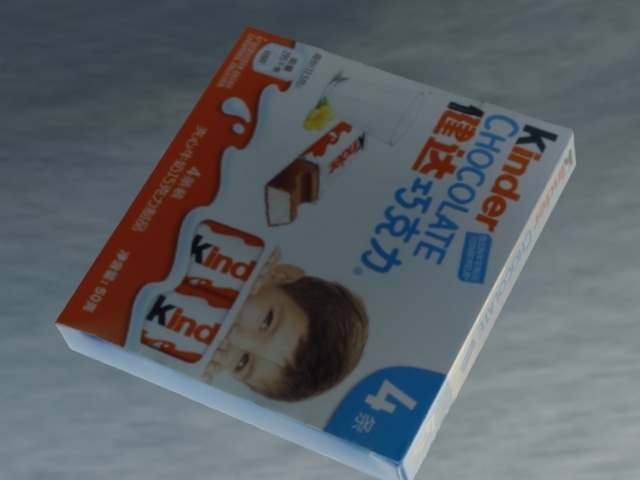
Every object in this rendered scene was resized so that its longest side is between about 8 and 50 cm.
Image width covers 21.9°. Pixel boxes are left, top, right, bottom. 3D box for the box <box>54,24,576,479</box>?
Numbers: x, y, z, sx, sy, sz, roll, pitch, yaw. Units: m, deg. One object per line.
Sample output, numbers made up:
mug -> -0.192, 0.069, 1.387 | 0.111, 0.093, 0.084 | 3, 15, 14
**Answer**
box -> 0.000, 0.000, 1.118 | 0.265, 0.273, 0.048 | 20, 153, 21
